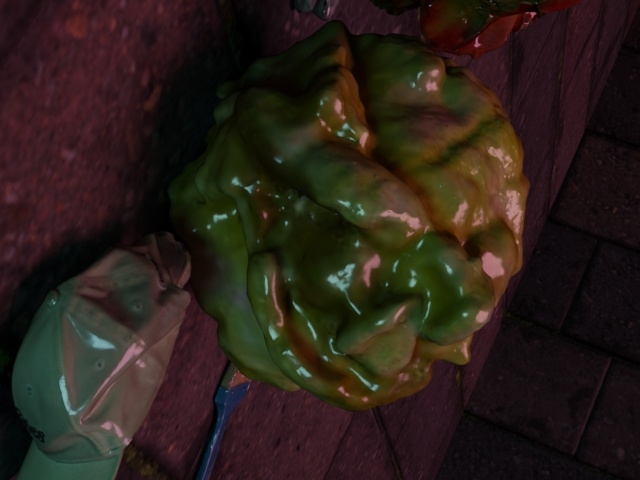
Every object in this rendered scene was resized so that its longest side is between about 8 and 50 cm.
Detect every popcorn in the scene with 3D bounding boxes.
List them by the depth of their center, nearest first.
[{"bbox_3d":[0.015,-0.021,0.706,0.259,0.212,0.259,-35,-169,8],"label":"popcorn"}]

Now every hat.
[{"bbox_3d":[-0.136,0.076,0.626,0.166,0.081,0.122,-59,-154,18],"label":"hat"}]

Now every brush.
[{"bbox_3d":[-0.087,0.167,0.952,0.164,0.014,0.051,-70,162,8],"label":"brush"}]

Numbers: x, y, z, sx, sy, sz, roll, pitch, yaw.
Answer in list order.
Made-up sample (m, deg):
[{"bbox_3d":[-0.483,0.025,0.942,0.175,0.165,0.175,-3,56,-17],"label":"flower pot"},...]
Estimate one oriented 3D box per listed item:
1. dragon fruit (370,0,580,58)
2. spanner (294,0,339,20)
[{"bbox_3d":[0.076,-0.245,0.595,0.237,0.231,0.303,-60,161,-44],"label":"dragon fruit"},{"bbox_3d":[0.027,-0.294,0.749,0.071,0.017,0.302,-33,141,-62],"label":"spanner"}]
